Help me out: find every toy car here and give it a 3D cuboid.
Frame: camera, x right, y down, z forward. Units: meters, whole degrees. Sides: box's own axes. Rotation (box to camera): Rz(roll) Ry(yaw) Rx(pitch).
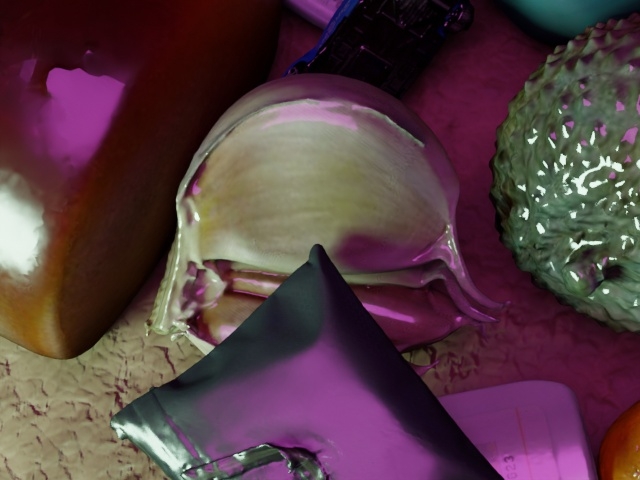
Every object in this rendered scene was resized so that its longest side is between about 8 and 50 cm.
[{"bbox_3d":[0.046,-0.168,1.407,0.103,0.063,0.216,29,107,-28],"label":"toy car"}]

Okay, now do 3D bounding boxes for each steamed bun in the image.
[{"bbox_3d":[-0.205,-0.107,1.365,0.235,0.248,0.379,30,83,13],"label":"steamed bun"}]

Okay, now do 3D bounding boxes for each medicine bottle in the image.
[{"bbox_3d":[0.070,0.212,1.329,0.296,0.111,0.161,-12,75,2],"label":"medicine bottle"}]

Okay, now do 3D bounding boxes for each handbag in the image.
[{"bbox_3d":[-0.004,0.164,1.249,0.211,0.089,0.254,-39,81,-2],"label":"handbag"}]

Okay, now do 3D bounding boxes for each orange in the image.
[{"bbox_3d":[0.281,0.185,1.305,0.136,0.117,0.135,11,35,-8],"label":"orange"}]

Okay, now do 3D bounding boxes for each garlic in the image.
[{"bbox_3d":[0.000,0.000,1.335,0.292,0.210,0.237,-3,69,-1],"label":"garlic"}]

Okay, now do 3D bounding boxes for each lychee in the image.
[{"bbox_3d":[0.265,-0.056,1.312,0.255,0.255,0.274,26,54,12],"label":"lychee"}]

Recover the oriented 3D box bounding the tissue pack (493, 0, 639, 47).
[{"bbox_3d":[0.265,-0.279,1.376,0.287,0.198,0.206,-24,87,-2],"label":"tissue pack"}]

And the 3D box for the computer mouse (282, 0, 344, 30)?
[{"bbox_3d":[-0.017,-0.292,1.462,0.288,0.097,0.159,34,98,-7],"label":"computer mouse"}]
